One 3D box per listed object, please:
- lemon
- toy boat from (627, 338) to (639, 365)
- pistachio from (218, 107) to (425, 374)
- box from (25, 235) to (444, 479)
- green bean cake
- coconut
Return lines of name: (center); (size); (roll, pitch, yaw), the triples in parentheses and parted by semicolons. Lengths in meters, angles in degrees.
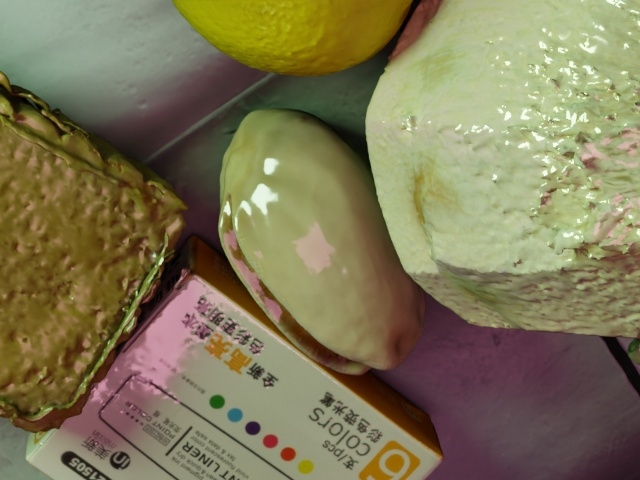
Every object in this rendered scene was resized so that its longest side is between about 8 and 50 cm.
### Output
lemon: (-0.023, -0.208, 1.269); (0.203, 0.178, 0.178); (21, 109, 13)
toy boat: (0.316, 0.026, 1.447); (0.089, 0.071, 0.185); (42, 102, -19)
pistachio: (0.000, 0.000, 1.371); (0.152, 0.126, 0.223); (-28, 95, -36)
box: (-0.067, 0.161, 1.449); (0.274, 0.091, 0.221); (36, 104, -16)
green bean cake: (-0.241, 0.002, 1.332); (0.224, 0.131, 0.229); (30, 93, -25)
coconut: (0.185, -0.079, 1.282); (0.297, 0.309, 0.297); (-3, 95, -44)
